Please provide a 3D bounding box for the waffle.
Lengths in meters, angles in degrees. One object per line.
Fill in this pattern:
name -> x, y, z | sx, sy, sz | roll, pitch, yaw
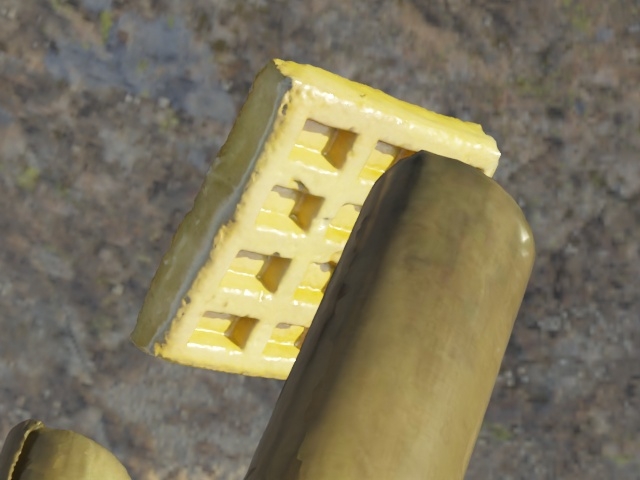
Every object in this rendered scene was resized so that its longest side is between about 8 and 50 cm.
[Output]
waffle -> 0.000, 0.000, 1.037 | 0.221, 0.055, 0.247 | 12, 113, -40

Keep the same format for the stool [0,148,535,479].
stool -> 0.006, 0.184, 0.422 | 0.310, 0.226, 0.310 | -34, 101, 37
